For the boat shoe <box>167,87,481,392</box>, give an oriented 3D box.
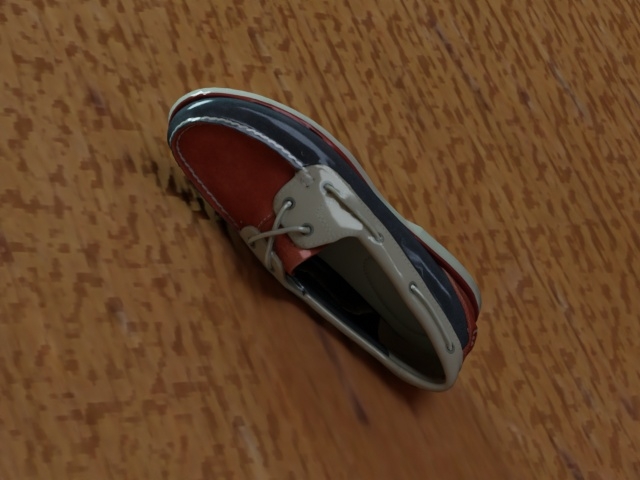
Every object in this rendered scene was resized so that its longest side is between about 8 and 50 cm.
[{"bbox_3d":[0.000,0.000,0.616,0.137,0.049,0.043,40,38,-13],"label":"boat shoe"}]
